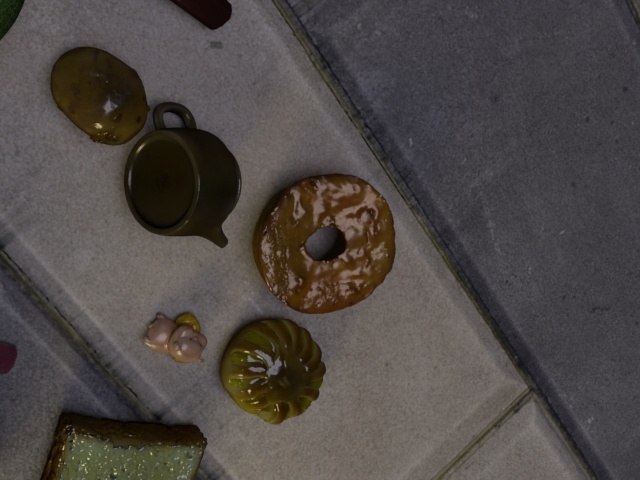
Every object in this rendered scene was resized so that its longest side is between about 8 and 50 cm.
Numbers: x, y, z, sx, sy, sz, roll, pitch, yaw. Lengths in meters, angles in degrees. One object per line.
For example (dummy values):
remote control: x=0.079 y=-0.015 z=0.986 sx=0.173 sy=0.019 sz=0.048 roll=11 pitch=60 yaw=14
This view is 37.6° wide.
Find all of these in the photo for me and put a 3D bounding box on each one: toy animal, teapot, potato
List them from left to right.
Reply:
potato: x=-0.361 y=-0.239 z=1.549 sx=0.176 sy=0.137 sz=0.137 roll=42 pitch=82 yaw=-23
toy animal: x=-0.254 y=0.177 z=1.707 sx=0.114 sy=0.082 sz=0.091 roll=32 pitch=86 yaw=-26
teapot: x=-0.221 y=-0.113 z=1.623 sx=0.175 sy=0.186 sz=0.267 roll=-5 pitch=77 yaw=-56

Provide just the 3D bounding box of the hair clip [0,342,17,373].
hair clip: x=-0.584 y=0.188 z=1.594 sx=0.137 sy=0.022 sz=0.054 roll=23 pitch=88 yaw=-27

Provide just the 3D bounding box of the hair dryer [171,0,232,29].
hair dryer: x=-0.231 y=-0.565 z=1.569 sx=0.313 sy=0.123 sz=0.340 roll=30 pitch=77 yaw=-37

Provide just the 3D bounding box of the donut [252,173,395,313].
donut: x=-0.003 y=0.000 z=1.769 sx=0.278 sy=0.108 sz=0.277 roll=-5 pitch=103 yaw=-23

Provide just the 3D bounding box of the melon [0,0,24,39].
melon: x=-0.550 y=-0.364 z=1.405 sx=0.287 sy=0.182 sz=0.182 roll=-45 pitch=115 yaw=-7

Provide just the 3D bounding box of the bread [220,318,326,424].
bread: x=-0.083 y=0.249 z=1.791 sx=0.214 sy=0.105 sz=0.213 roll=-4 pitch=100 yaw=-25

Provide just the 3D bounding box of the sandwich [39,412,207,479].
sandwich: x=-0.371 y=0.445 z=1.706 sx=0.273 sy=0.095 sz=0.248 roll=13 pitch=99 yaw=-27
